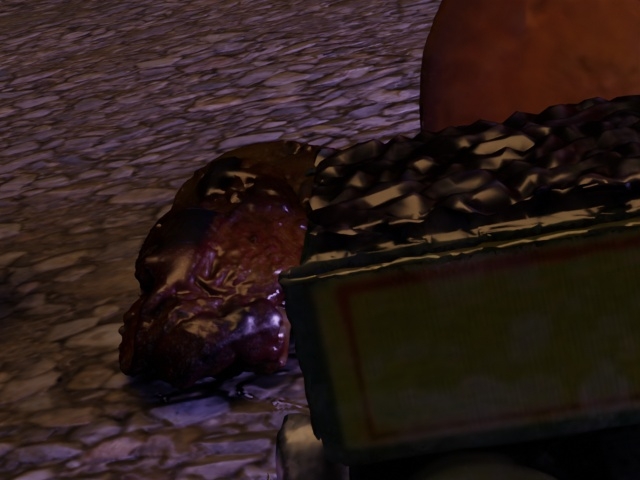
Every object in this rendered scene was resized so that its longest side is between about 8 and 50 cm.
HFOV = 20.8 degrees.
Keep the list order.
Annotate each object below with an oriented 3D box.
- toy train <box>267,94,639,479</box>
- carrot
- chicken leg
[{"bbox_3d":[0.103,0.041,0.582,0.260,0.177,0.134,-10,18,7],"label":"toy train"},{"bbox_3d":[0.172,-0.101,0.996,0.196,0.196,0.254,-6,12,18],"label":"carrot"},{"bbox_3d":[-0.012,-0.002,0.974,0.177,0.083,0.322,2,22,12],"label":"chicken leg"}]
